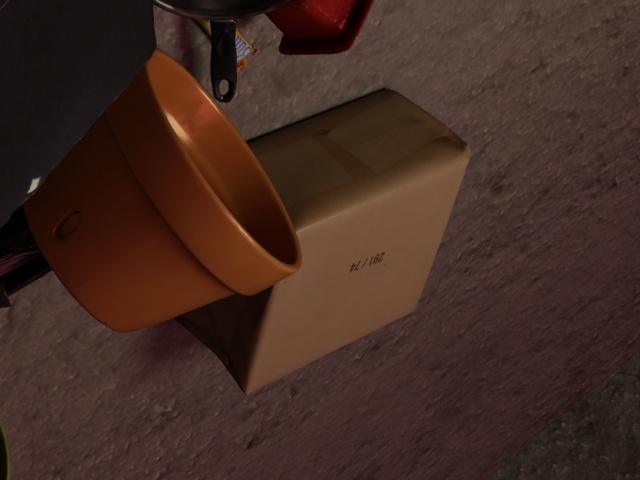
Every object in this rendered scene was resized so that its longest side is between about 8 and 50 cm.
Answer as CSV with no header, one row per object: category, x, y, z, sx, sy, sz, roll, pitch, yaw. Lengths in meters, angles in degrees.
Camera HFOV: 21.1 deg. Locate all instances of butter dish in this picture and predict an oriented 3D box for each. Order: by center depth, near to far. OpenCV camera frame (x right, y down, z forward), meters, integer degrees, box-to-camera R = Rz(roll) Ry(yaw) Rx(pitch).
butter dish,-0.011,-0.293,1.881,0.118,0.160,0.160,29,79,-30

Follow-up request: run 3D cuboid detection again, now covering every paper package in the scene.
paper package,0.000,0.000,2.233,0.325,0.168,0.309,-24,144,-36

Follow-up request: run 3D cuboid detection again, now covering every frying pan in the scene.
frying pan,-0.080,-0.267,1.822,0.197,0.053,0.326,-14,151,15

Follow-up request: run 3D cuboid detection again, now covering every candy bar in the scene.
candy bar,-0.112,-0.240,1.932,0.040,0.018,0.161,-44,151,-3

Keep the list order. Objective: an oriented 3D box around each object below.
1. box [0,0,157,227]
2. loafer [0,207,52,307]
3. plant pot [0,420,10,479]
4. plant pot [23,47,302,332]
box,-0.371,-0.281,0.993,0.297,0.480,0.472,-53,160,-37
loafer,-0.371,0.045,1.886,0.223,0.078,0.076,-36,149,-18
plant pot,-0.522,0.231,1.765,0.293,0.275,0.275,-31,154,14
plant pot,-0.183,-0.035,1.860,0.203,0.291,0.291,-34,153,12
